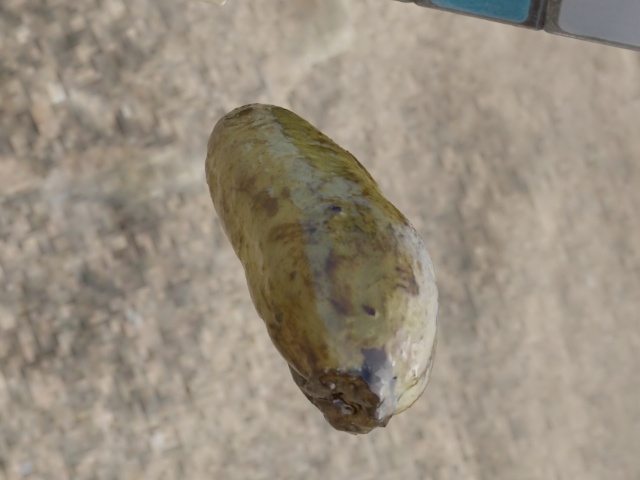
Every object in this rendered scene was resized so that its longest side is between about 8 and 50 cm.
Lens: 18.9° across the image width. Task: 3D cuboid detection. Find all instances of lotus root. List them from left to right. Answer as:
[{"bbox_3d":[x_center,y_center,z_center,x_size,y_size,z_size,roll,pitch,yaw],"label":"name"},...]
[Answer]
[{"bbox_3d":[0.000,0.000,1.082,0.110,0.097,0.258,41,14,-42],"label":"lotus root"}]

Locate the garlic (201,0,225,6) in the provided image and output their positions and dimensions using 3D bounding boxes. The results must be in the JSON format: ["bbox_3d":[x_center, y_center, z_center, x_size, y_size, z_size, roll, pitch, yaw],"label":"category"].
[{"bbox_3d":[-0.123,-0.245,1.384,0.128,0.090,0.198,42,6,-29],"label":"garlic"}]

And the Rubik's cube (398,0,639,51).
[{"bbox_3d":[0.172,-0.400,1.558,0.359,0.363,0.362,87,13,-64],"label":"Rubik's cube"}]
